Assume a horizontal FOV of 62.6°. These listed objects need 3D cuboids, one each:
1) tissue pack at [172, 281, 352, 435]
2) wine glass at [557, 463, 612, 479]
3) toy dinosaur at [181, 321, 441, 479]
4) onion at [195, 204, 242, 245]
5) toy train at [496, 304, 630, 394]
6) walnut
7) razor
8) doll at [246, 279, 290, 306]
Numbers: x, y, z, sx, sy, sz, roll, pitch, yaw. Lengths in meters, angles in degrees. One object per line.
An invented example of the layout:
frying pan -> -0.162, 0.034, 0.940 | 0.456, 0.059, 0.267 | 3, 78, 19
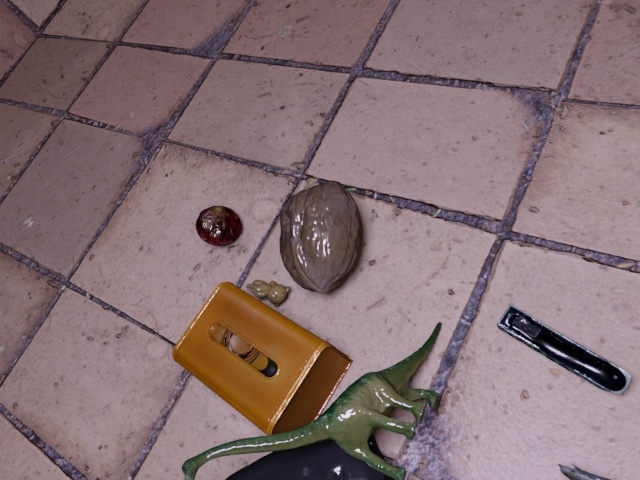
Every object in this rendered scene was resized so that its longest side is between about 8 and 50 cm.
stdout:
tissue pack -> -0.113, 0.224, 1.000 | 0.275, 0.145, 0.194 | 25, 74, 32
wine glass -> 0.336, 0.434, 0.692 | 0.126, 0.126, 0.241 | 20, 71, 31
toy dinosaur -> 0.023, 0.264, 0.870 | 0.301, 0.087, 0.447 | 12, 38, 26
onion -> -0.239, -0.032, 1.229 | 0.107, 0.097, 0.107 | 12, 45, -12
toy train -> 0.389, 0.177, 0.853 | 0.207, 0.047, 0.043 | 32, 81, 33
walnut -> -0.001, -0.001, 1.061 | 0.178, 0.178, 0.230 | -11, 64, 19
razor -> -0.044, 0.444, 0.864 | 0.349, 0.113, 0.204 | -33, 51, 5
doll -> -0.110, 0.102, 1.117 | 0.093, 0.051, 0.061 | 34, 40, 23
